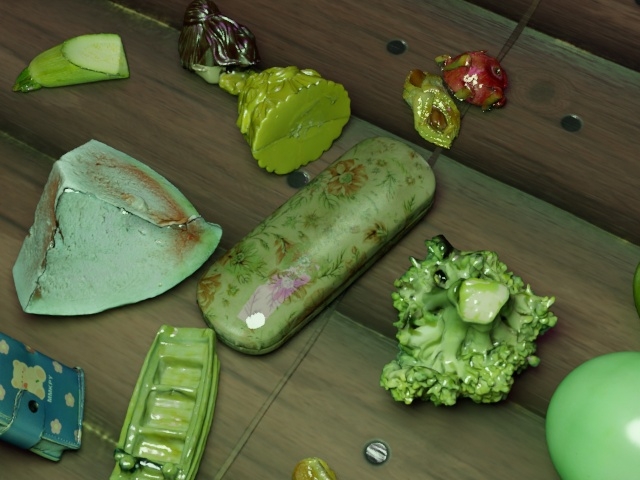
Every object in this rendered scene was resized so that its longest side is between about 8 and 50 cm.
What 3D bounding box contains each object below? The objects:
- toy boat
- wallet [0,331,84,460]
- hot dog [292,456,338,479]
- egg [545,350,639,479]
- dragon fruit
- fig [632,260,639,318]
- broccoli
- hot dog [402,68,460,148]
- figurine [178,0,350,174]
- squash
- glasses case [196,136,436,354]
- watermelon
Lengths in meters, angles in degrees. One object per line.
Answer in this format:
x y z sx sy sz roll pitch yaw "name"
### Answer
-0.206 0.250 1.307 0.111 0.084 0.276 6 56 7 "toy boat"
-0.394 0.200 1.269 0.059 0.202 0.141 -19 55 22 "wallet"
0.030 0.377 1.245 0.066 0.047 0.215 -41 60 19 "hot dog"
0.413 0.257 1.209 0.270 0.220 0.220 26 61 35 "egg"
0.267 -0.279 1.616 0.112 0.068 0.126 -13 63 -36 "dragon fruit"
0.534 0.089 1.354 0.181 0.181 0.191 5 82 3 "fig"
0.185 0.100 1.297 0.263 0.243 0.247 -22 74 -6 "broccoli"
0.182 -0.230 1.605 0.078 0.061 0.169 -18 60 -10 "hot dog"
-0.123 -0.264 1.597 0.187 0.168 0.315 -41 57 -10 "figurine"
-0.431 -0.298 1.643 0.200 0.075 0.090 -15 86 -7 "squash"
0.000 0.000 1.444 0.156 0.098 0.425 39 66 24 "glasses case"
-0.313 -0.055 1.414 0.320 0.213 0.289 -14 57 5 "watermelon"
